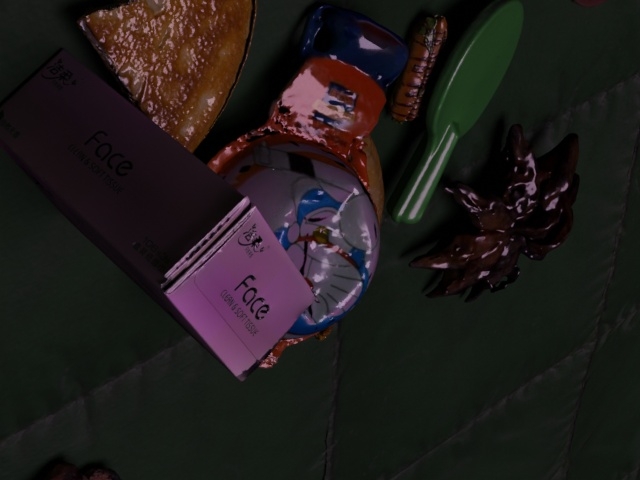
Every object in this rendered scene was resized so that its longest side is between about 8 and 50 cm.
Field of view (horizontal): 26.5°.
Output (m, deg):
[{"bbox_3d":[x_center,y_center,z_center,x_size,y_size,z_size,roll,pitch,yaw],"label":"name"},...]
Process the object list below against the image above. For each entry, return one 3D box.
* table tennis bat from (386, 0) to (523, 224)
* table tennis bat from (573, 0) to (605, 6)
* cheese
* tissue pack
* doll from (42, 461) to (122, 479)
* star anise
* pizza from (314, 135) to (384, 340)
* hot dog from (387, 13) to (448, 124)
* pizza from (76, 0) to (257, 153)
[{"bbox_3d":[0.137,-0.132,1.389,0.257,0.039,0.160,-64,159,9],"label":"table tennis bat"},{"bbox_3d":[0.348,-0.349,1.462,0.234,0.022,0.131,-47,145,-3],"label":"table tennis bat"},{"bbox_3d":[-0.020,-0.046,1.221,0.217,0.129,0.329,23,88,-35],"label":"cheese"},{"bbox_3d":[-0.128,-0.023,1.021,0.092,0.246,0.148,-45,146,-9],"label":"tissue pack"},{"bbox_3d":[-0.288,0.365,1.339,0.201,0.156,0.303,25,73,-47],"label":"doll"},{"bbox_3d":[0.224,-0.009,1.569,0.272,0.102,0.272,-28,142,-25],"label":"star anise"},{"bbox_3d":[0.005,-0.004,1.363,0.134,0.056,0.271,-13,132,-44],"label":"pizza"},{"bbox_3d":[0.099,-0.167,1.334,0.049,0.037,0.122,-20,138,-42],"label":"hot dog"},{"bbox_3d":[-0.130,-0.145,1.080,0.176,0.036,0.185,-2,113,-44],"label":"pizza"}]
